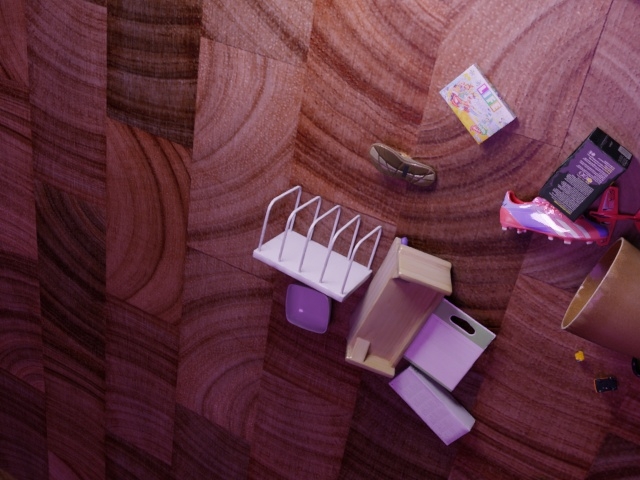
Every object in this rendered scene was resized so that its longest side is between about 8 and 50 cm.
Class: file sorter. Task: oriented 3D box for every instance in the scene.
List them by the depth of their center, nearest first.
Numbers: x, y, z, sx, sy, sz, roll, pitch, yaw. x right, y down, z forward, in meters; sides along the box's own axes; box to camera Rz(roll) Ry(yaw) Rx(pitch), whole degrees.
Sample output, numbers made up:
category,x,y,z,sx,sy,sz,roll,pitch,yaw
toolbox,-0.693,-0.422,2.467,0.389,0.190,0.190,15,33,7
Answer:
category,x,y,z,sx,sy,sz,roll,pitch,yaw
file sorter,0.000,0.000,1.884,0.277,0.193,0.173,27,120,17

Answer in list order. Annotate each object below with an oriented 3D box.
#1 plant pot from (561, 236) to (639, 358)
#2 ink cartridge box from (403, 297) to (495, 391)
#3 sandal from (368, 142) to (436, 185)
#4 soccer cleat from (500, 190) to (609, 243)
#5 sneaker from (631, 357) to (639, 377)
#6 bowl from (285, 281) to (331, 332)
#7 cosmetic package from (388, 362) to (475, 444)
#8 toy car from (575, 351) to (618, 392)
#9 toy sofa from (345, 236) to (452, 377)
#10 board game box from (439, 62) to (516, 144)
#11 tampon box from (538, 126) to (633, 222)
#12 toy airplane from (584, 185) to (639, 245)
category,x,y,z,sx,sy,sz,roll,pitch,yaw
plant pot,0.696,0.158,1.525,0.254,0.237,0.237,32,124,11
ink cartridge box,0.343,0.272,1.892,0.171,0.056,0.235,36,122,11
sandal,0.204,-0.191,1.766,0.180,0.049,0.072,22,129,3
soccer cleat,0.528,-0.052,1.610,0.248,0.083,0.095,12,104,35
sneaker,0.762,0.249,1.622,0.063,0.075,0.170,26,123,18
bowl,-0.028,0.191,2.072,0.142,0.053,0.142,17,119,23
cosmetic package,0.313,0.452,1.990,0.239,0.060,0.099,47,125,4
toy car,0.678,0.320,1.742,0.040,0.060,0.122,103,142,-77
toy sofa,0.203,0.178,1.893,0.150,0.177,0.363,21,125,-8
board game box,0.360,-0.313,1.625,0.103,0.026,0.154,-37,91,36
tampon box,0.570,-0.142,1.524,0.101,0.120,0.161,41,126,8
toy airplane,0.662,-0.055,1.568,0.151,0.028,0.151,15,125,23
